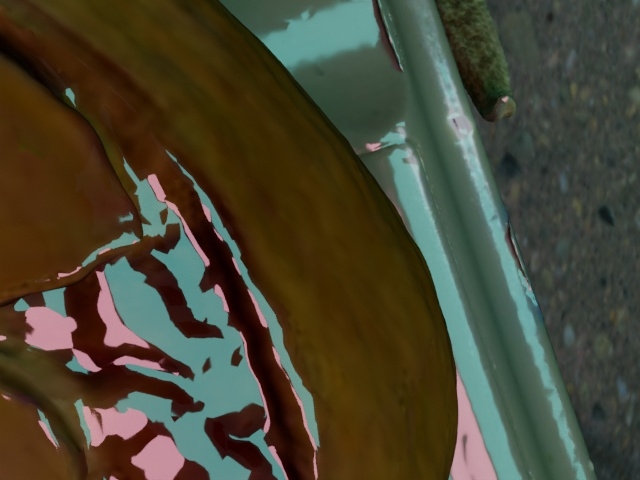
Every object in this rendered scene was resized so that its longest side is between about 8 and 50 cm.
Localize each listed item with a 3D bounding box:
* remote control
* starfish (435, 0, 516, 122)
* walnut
[{"bbox_3d":[0.007,-0.001,0.708,0.128,0.065,0.335,-22,98,-13],"label":"remote control"},{"bbox_3d":[0.067,-0.126,0.795,0.050,0.217,0.223,19,40,-18],"label":"starfish"},{"bbox_3d":[-0.085,0.014,0.576,0.298,0.203,0.203,50,53,-14],"label":"walnut"}]
